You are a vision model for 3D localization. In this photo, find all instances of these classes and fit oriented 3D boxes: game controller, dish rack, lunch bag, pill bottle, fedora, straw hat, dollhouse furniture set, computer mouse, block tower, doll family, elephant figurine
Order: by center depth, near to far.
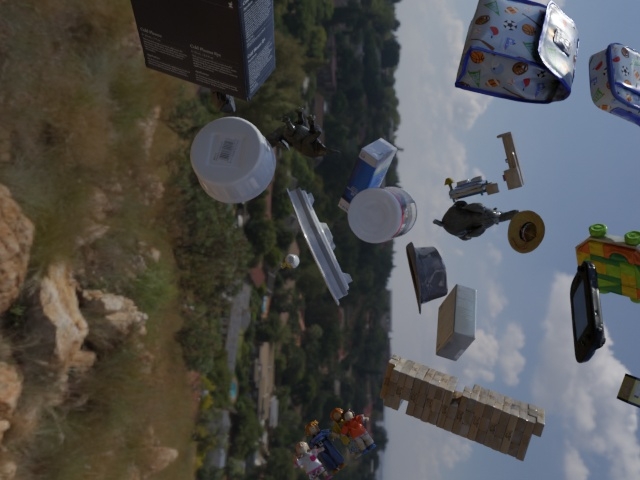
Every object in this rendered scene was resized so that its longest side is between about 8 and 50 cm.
[{"bbox_3d":[0.296,0.355,1.237,0.091,0.335,0.097,-19,123,-68],"label":"block tower"},{"bbox_3d":[0.000,0.000,1.694,0.333,0.072,0.286,-115,179,-58],"label":"dish rack"},{"bbox_3d":[0.035,0.609,1.752,0.163,0.263,0.118,55,-4,14],"label":"doll family"},{"bbox_3d":[0.816,0.218,1.785,0.166,0.067,0.319,103,3,-49],"label":"game controller"},{"bbox_3d":[0.695,-0.027,1.916,0.061,0.144,0.145,3,87,-39],"label":"straw hat"},{"bbox_3d":[0.224,-0.091,1.933,0.318,0.176,0.176,-14,105,-66],"label":"pill bottle"},{"bbox_3d":[1.054,-0.520,1.964,0.115,0.303,0.243,-31,-128,59],"label":"lunch bag"},{"bbox_3d":[-0.344,-0.514,1.964,0.272,0.072,0.189,105,-28,-84],"label":"computer mouse"},{"bbox_3d":[0.707,-0.672,2.029,0.239,0.385,0.328,98,10,-63],"label":"lunch bag"},{"bbox_3d":[0.582,-0.264,2.150,0.286,0.303,0.198,-22,96,-66],"label":"dollhouse furniture set"},{"bbox_3d":[0.405,0.130,2.159,0.244,0.124,0.275,70,9,-59],"label":"fedora"},{"bbox_3d":[0.594,-0.085,2.194,0.186,0.169,0.239,-53,-157,-20],"label":"elephant figurine"}]

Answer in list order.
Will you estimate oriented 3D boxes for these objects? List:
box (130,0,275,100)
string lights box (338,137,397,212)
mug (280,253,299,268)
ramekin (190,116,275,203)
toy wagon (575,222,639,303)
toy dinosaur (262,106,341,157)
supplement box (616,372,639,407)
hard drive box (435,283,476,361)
[{"bbox_3d":[-0.311,-0.592,1.550,0.312,0.343,0.179,94,21,-55],"label":"box"},{"bbox_3d":[0.165,-0.221,2.048,0.133,0.076,0.260,-34,155,-45],"label":"string lights box"},{"bbox_3d":[-0.130,0.093,2.496,0.064,0.062,0.078,60,54,-79],"label":"mug"},{"bbox_3d":[-0.297,-0.274,1.921,0.135,0.277,0.277,68,24,-74],"label":"ramekin"},{"bbox_3d":[1.011,0.088,1.887,0.068,0.344,0.267,-37,122,-25],"label":"toy wagon"},{"bbox_3d":[-0.055,-0.354,2.003,0.160,0.313,0.121,92,23,-49],"label":"toy dinosaur"},{"bbox_3d":[0.952,0.456,1.730,0.056,0.083,0.083,-179,-70,-85],"label":"supplement box"},{"bbox_3d":[0.524,0.317,2.235,0.181,0.089,0.232,111,-4,-49],"label":"hard drive box"}]
